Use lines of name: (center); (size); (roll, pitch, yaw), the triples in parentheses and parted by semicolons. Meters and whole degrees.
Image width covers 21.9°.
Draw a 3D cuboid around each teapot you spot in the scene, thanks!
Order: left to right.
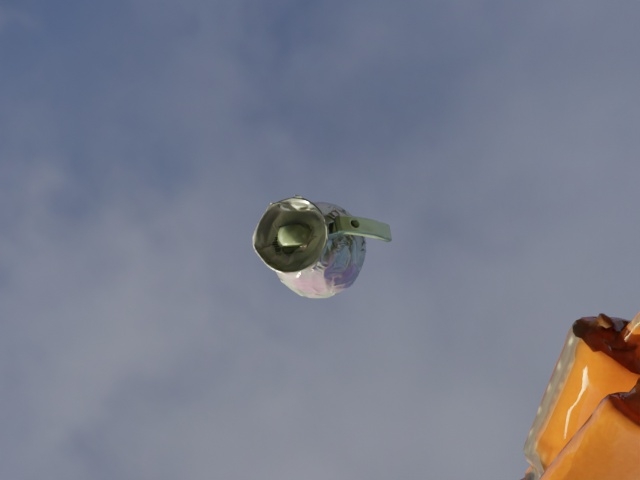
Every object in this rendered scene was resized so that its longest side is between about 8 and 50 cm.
teapot: (0.000, 0.000, 1.060); (0.083, 0.064, 0.064); (-14, -105, 18)

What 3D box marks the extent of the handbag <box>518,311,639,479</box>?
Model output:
handbag: (0.224, 0.126, 0.675); (0.304, 0.410, 0.116); (26, -146, -4)
